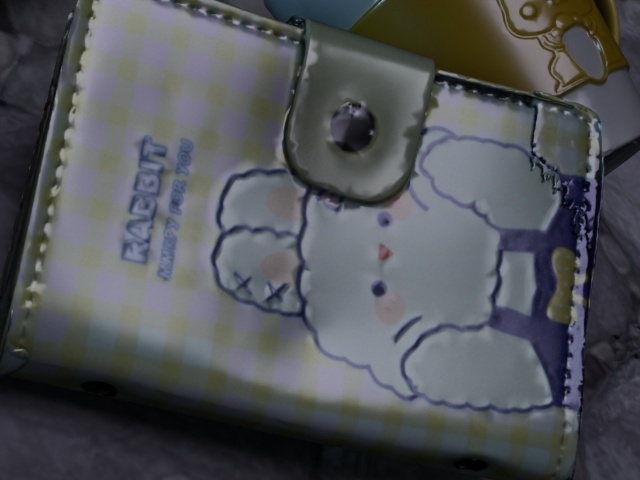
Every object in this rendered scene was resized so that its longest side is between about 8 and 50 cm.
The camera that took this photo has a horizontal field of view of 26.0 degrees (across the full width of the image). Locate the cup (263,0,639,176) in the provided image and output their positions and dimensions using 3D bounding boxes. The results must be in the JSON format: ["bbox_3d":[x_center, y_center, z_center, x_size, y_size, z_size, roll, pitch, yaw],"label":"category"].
[{"bbox_3d":[0.113,-0.130,0.897,0.241,0.185,0.226,-25,79,-35],"label":"cup"}]

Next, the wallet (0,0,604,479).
[{"bbox_3d":[0.000,0.000,0.724,0.309,0.077,0.223,14,75,-17],"label":"wallet"}]
